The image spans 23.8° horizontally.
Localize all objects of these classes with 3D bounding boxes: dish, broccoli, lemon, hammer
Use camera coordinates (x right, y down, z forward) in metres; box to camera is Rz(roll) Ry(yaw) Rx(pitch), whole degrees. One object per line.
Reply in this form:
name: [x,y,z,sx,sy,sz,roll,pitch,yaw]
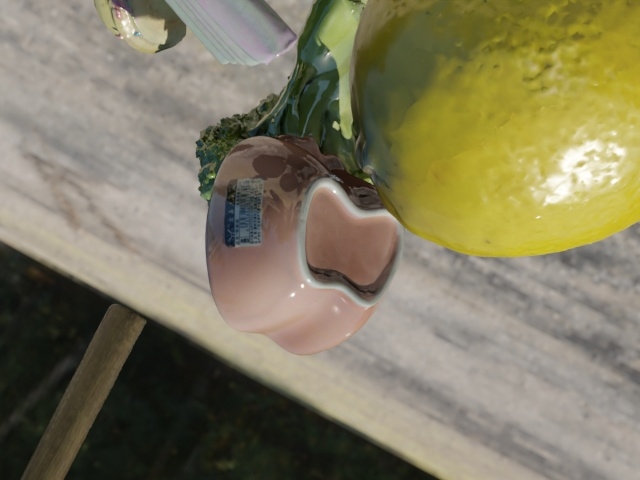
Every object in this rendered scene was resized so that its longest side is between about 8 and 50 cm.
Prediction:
dish: [0.000,0.000,1.371,0.090,0.213,0.213,1,153,46]
broccoli: [0.031,-0.129,1.529,0.186,0.302,0.254,54,-151,15]
lemon: [0.122,-0.099,0.986,0.240,0.219,0.240,59,170,17]
hammer: [-0.245,0.222,1.304,0.111,0.365,0.043,23,165,9]

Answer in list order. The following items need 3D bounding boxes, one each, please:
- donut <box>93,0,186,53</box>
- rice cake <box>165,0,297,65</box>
donut: [-0.184,-0.264,1.500,0.065,0.166,0.108,16,-155,29]
rice cake: [-0.103,-0.197,0.994,0.198,0.037,0.189,51,175,-17]
